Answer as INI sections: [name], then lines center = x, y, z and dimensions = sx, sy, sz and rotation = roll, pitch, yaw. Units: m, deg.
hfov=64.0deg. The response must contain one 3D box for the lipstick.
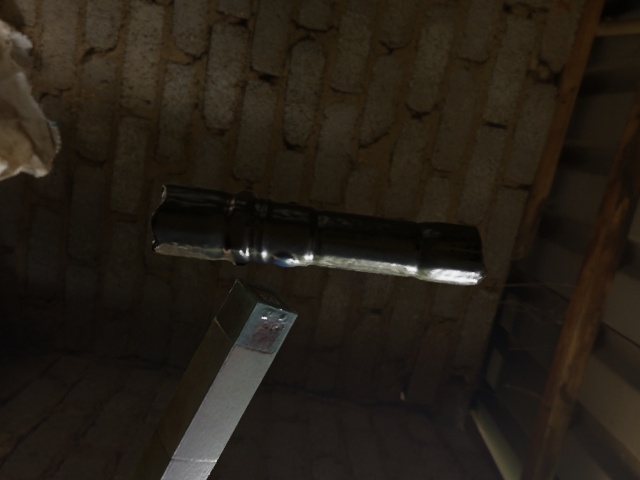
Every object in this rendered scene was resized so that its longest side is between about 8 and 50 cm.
[lipstick]
center = -0.163, 0.237, 0.732
dimensions = 0.076, 0.080, 0.371
rotation = 37, -80, 50

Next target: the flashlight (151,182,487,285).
[flashlight]
center = 0.000, 0.000, 0.661
dimensions = 0.103, 0.424, 0.103
rotation = -172, -90, -89
